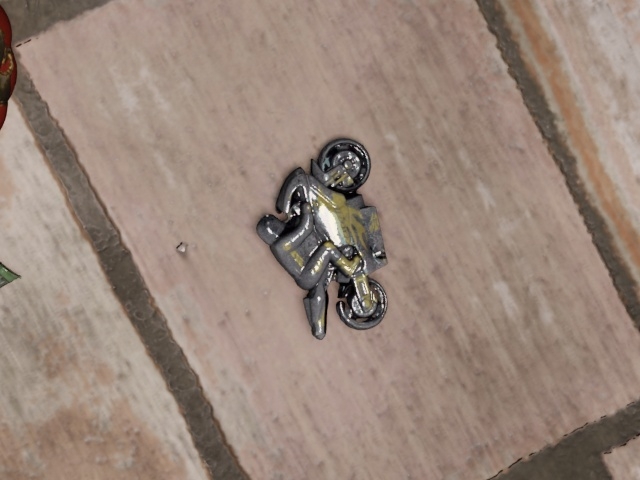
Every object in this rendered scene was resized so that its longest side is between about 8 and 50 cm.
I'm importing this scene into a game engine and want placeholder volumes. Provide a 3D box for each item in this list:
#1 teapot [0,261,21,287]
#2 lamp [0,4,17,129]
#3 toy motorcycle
[{"bbox_3d":[-0.342,0.061,1.787,0.110,0.043,0.043,-43,100,-4],"label":"teapot"},{"bbox_3d":[-0.386,-0.163,1.674,0.227,0.227,0.227,-1,97,-7],"label":"lamp"},{"bbox_3d":[0.000,0.000,1.807,0.124,0.061,0.193,-8,92,-12],"label":"toy motorcycle"}]
